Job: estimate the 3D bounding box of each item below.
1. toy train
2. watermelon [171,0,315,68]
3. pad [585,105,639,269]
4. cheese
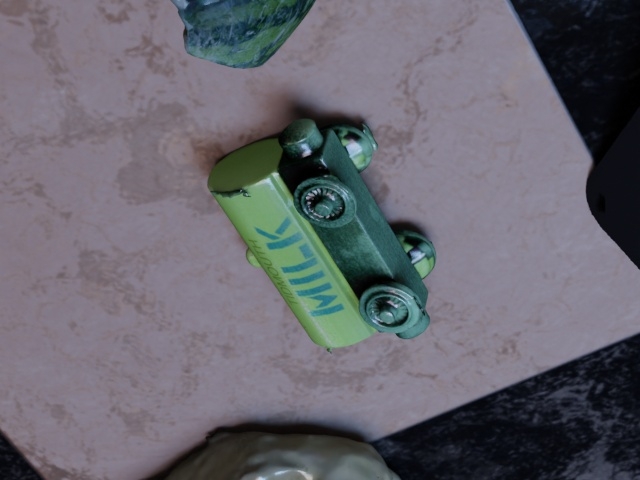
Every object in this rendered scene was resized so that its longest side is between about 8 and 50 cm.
[{"bbox_3d":[0.000,0.000,1.500,0.157,0.105,0.253,-14,127,26],"label":"toy train"},{"bbox_3d":[-0.081,-0.261,1.279,0.180,0.224,0.305,11,147,49],"label":"watermelon"},{"bbox_3d":[0.412,0.010,1.378,0.063,0.375,0.315,-34,165,-27],"label":"pad"},{"bbox_3d":[-0.055,0.330,1.723,0.326,0.115,0.318,10,126,-9],"label":"cheese"}]
